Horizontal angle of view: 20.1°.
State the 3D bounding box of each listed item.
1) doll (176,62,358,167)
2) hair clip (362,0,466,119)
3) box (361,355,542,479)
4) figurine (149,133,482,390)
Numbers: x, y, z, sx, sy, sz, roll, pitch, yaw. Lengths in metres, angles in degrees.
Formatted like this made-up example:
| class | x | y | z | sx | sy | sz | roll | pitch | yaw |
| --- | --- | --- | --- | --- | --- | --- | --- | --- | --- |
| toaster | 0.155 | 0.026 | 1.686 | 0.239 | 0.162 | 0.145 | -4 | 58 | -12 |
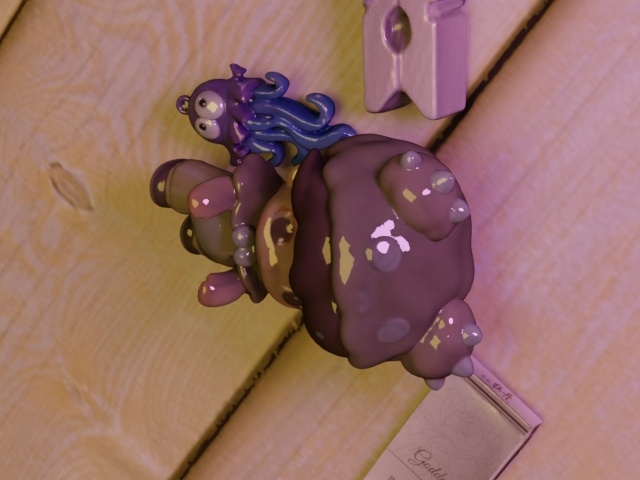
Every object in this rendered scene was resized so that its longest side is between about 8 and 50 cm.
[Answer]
| class | x | y | z | sx | sy | sz | roll | pitch | yaw |
| --- | --- | --- | --- | --- | --- | --- | --- | --- | --- |
| doll | -0.056 | -0.125 | 1.866 | 0.206 | 0.067 | 0.110 | 10 | 113 | 18 |
| hair clip | 0.092 | -0.284 | 1.739 | 0.101 | 0.085 | 0.331 | 7 | 108 | 31 |
| box | 0.129 | 0.219 | 1.838 | 0.109 | 0.029 | 0.198 | 43 | 118 | 17 |
| figurine | -0.001 | 0.000 | 1.785 | 0.380 | 0.203 | 0.248 | 13 | 118 | 38 |
